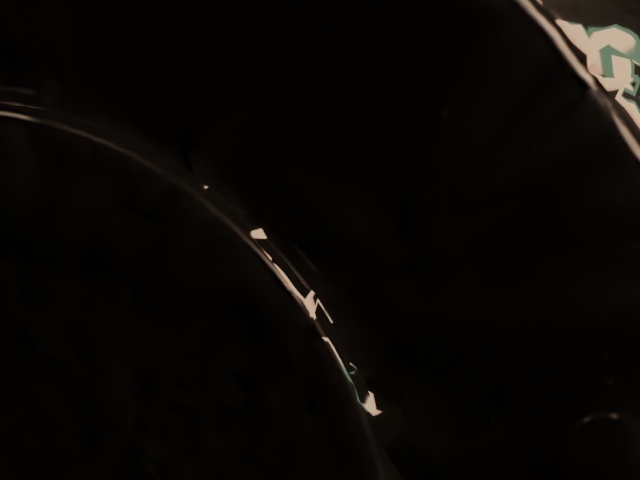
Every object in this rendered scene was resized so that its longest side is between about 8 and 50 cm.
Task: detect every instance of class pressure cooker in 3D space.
[{"bbox_3d":[-0.004,0.003,0.588,0.420,0.376,0.369,-34,113,-65],"label":"pressure cooker"}]
